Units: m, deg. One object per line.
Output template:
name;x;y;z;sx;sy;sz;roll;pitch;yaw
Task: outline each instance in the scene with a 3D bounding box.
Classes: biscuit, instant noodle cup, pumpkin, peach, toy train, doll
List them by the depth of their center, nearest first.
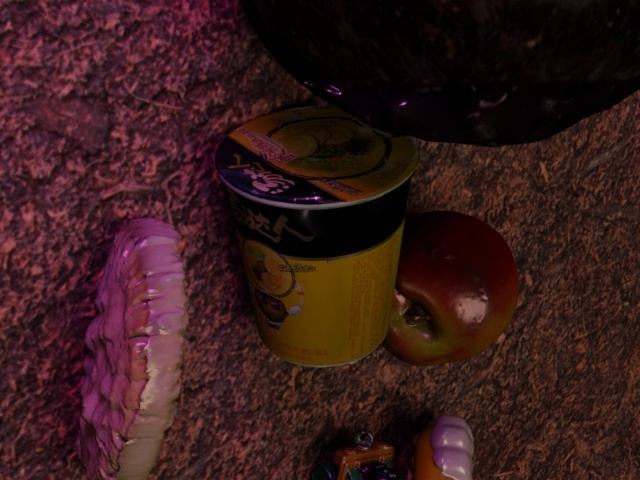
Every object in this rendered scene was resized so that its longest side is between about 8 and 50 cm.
pumpkin;0.141;-0.283;0.988;0.455;0.454;0.343;-19;122;-34
biscuit;-0.185;0.120;1.062;0.084;0.179;0.281;9;93;-21
instant noodle cup;0.000;0.000;1.158;0.216;0.215;0.236;-26;131;-31
peach;0.149;0.051;1.310;0.197;0.197;0.197;-16;116;-36
toy train;0.052;0.354;1.366;0.091;0.136;0.227;0;108;-40
doll;0.156;0.353;1.423;0.237;0.111;0.252;95;1;-70
